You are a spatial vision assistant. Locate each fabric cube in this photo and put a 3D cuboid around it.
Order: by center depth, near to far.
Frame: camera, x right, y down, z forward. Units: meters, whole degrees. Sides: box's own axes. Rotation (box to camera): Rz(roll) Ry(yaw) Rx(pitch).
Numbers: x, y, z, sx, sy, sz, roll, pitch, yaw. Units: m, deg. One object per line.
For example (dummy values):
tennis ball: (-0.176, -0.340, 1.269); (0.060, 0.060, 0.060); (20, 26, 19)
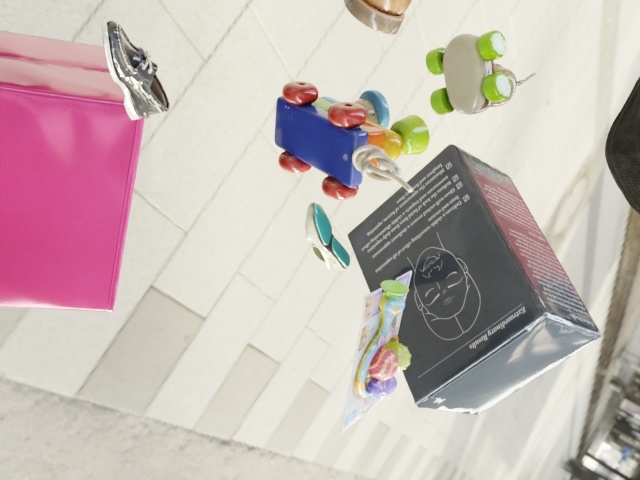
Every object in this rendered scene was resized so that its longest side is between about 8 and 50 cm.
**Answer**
fabric cube: (-0.362, -0.090, 0.873); (0.258, 0.259, 0.254); (3, 115, -23)

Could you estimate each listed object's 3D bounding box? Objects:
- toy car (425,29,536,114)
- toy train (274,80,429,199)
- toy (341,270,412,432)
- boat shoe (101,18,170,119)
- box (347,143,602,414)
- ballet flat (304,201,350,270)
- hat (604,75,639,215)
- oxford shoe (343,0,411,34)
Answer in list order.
toy car: (0.323, -0.314, 1.462); (0.188, 0.155, 0.149); (-8, 92, -41)
toy train: (0.068, -0.107, 0.860); (0.143, 0.248, 0.105); (-15, 123, -34)
toy: (0.101, 0.175, 1.165); (0.137, 0.056, 0.237); (-23, 126, -51)
boat shoe: (-0.161, -0.148, 0.672); (0.125, 0.038, 0.046); (86, -4, -63)
box: (0.272, 0.076, 1.434); (0.212, 0.395, 0.293); (19, 130, -43)
ballet flat: (0.000, 0.000, 1.357); (0.057, 0.052, 0.168); (-76, 147, -40)
hat: (0.643, -0.165, 1.236); (0.134, 0.331, 0.331); (-3, 120, -52)
oxford shoe: (0.047, -0.282, 0.722); (0.076, 0.212, 0.076); (7, 133, -30)
